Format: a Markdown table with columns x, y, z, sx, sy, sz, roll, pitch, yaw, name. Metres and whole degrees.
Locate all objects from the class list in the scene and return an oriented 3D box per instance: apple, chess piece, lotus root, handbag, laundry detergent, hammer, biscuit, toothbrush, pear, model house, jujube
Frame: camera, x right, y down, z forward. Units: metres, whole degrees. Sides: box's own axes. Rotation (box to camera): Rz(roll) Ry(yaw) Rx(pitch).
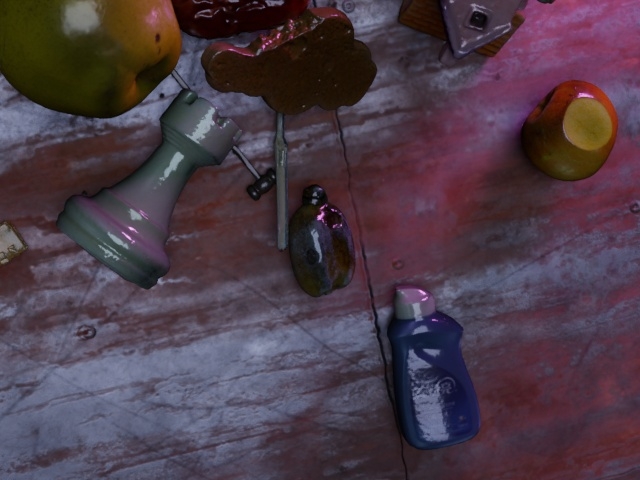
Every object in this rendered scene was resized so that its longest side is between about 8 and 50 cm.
| x | y | z | sx | sy | sz | roll | pitch | yaw | name |
| --- | --- | --- | --- | --- | --- | --- | --- | --- | --- |
| 0.428 | -0.182 | 1.771 | 0.147 | 0.146 | 0.163 | 37 | 77 | -7 | apple |
| -0.257 | -0.090 | 1.646 | 0.195 | 0.194 | 0.299 | 38 | 87 | -13 | chess piece |
| 0.000 | 0.000 | 1.755 | 0.113 | 0.088 | 0.192 | -14 | 101 | -24 | lotus root |
| -0.529 | 0.013 | 1.693 | 0.083 | 0.027 | 0.061 | -32 | 103 | -5 | handbag |
| 0.191 | 0.216 | 1.818 | 0.143 | 0.094 | 0.289 | -13 | 101 | -4 | laundry detergent |
| -0.178 | -0.194 | 1.726 | 0.058 | 0.029 | 0.292 | -40 | 102 | -4 | hammer |
| -0.045 | -0.282 | 1.650 | 0.320 | 0.047 | 0.183 | -13 | 131 | -29 | biscuit |
| -0.064 | -0.128 | 1.733 | 0.026 | 0.028 | 0.294 | 1 | 92 | -33 | toothbrush |
| -0.360 | -0.329 | 1.549 | 0.294 | 0.294 | 0.294 | -2 | 99 | -10 | pear |
| 0.270 | -0.399 | 1.674 | 0.202 | 0.237 | 0.237 | 17 | 123 | -18 | model house |
| -0.130 | -0.396 | 1.640 | 0.230 | 0.155 | 0.155 | -19 | 102 | 0 | jujube |
